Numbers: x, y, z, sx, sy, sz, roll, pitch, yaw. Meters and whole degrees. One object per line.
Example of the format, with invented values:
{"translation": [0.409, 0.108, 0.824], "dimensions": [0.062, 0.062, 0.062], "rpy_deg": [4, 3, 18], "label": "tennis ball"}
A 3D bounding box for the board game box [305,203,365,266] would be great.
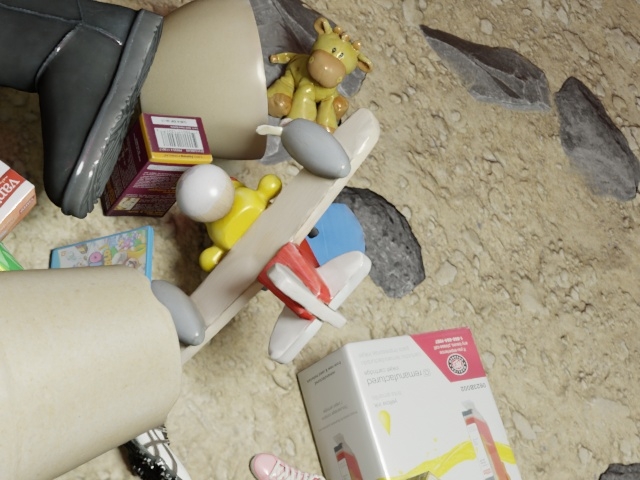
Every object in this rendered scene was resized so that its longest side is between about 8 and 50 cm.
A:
{"translation": [0.000, 0.000, 1.729], "dimensions": [0.168, 0.033, 0.133], "rpy_deg": [0, 70, -30], "label": "board game box"}

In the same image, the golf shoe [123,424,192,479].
{"translation": [-0.238, 0.279, 1.365], "dimensions": [0.198, 0.077, 0.094], "rpy_deg": [45, 47, -8], "label": "golf shoe"}

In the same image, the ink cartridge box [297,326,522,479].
{"translation": [0.160, 0.354, 1.555], "dimensions": [0.279, 0.160, 0.385], "rpy_deg": [-3, 68, -37], "label": "ink cartridge box"}

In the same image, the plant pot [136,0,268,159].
{"translation": [-0.209, -0.261, 1.590], "dimensions": [0.190, 0.284, 0.284], "rpy_deg": [-9, 69, -13], "label": "plant pot"}

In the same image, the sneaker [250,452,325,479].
{"translation": [-0.039, 0.362, 1.468], "dimensions": [0.134, 0.070, 0.051], "rpy_deg": [40, 50, -10], "label": "sneaker"}

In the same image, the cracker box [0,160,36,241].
{"translation": [-0.507, -0.072, 1.245], "dimensions": [0.232, 0.067, 0.156], "rpy_deg": [36, 66, 0], "label": "cracker box"}

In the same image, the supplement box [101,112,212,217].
{"translation": [-0.259, -0.112, 1.495], "dimensions": [0.104, 0.188, 0.081], "rpy_deg": [0, 64, -36], "label": "supplement box"}

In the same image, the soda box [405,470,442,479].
{"translation": [0.197, 0.412, 1.398], "dimensions": [0.181, 0.061, 0.058], "rpy_deg": [39, 51, -11], "label": "soda box"}

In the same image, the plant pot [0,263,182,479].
{"translation": [-0.353, 0.160, 1.178], "dimensions": [0.305, 0.334, 0.334], "rpy_deg": [-13, 73, -41], "label": "plant pot"}

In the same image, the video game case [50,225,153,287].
{"translation": [-0.318, 0.050, 1.392], "dimensions": [0.015, 0.166, 0.119], "rpy_deg": [48, 34, -56], "label": "video game case"}

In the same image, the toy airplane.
{"translation": [-0.099, -0.001, 1.419], "dimensions": [0.272, 0.384, 0.386], "rpy_deg": [41, 49, -24], "label": "toy airplane"}

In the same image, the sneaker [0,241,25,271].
{"translation": [-0.490, -0.032, 1.335], "dimensions": [0.295, 0.109, 0.123], "rpy_deg": [48, 51, -3], "label": "sneaker"}

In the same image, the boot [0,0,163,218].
{"translation": [-0.485, -0.242, 1.355], "dimensions": [0.445, 0.146, 0.367], "rpy_deg": [18, 53, -7], "label": "boot"}

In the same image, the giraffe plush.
{"translation": [0.006, -0.313, 1.815], "dimensions": [0.181, 0.170, 0.210], "rpy_deg": [18, 56, -27], "label": "giraffe plush"}
